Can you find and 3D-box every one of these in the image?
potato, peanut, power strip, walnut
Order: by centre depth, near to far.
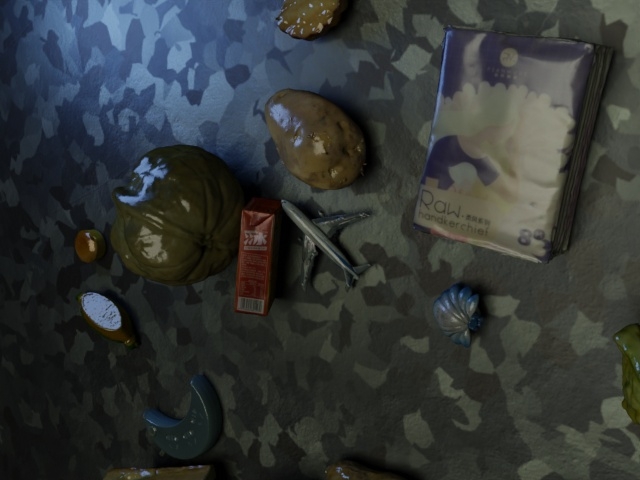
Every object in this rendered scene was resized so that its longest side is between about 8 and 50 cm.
[{"bbox_3d":[-0.014,-0.196,1.341,0.161,0.128,0.234,-34,74,29],"label":"potato"},{"bbox_3d":[0.101,0.493,1.418,0.214,0.099,0.099,3,100,28],"label":"peanut"},{"bbox_3d":[-0.290,-0.048,1.469,0.277,0.253,0.282,28,125,51],"label":"walnut"},{"bbox_3d":[-0.325,0.436,1.708,0.253,0.054,0.167,-40,75,31],"label":"power strip"}]

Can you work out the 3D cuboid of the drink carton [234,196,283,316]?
[{"bbox_3d":[-0.124,0.032,1.454,0.071,0.096,0.223,8,111,6],"label":"drink carton"}]

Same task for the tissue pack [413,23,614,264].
[{"bbox_3d":[0.293,-0.152,1.144,0.242,0.125,0.343,17,108,30],"label":"tissue pack"}]

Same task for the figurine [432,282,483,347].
[{"bbox_3d":[0.239,0.126,1.272,0.114,0.079,0.114,171,90,-71],"label":"figurine"}]

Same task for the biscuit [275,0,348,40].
[{"bbox_3d":[0.000,-0.440,1.328,0.118,0.061,0.183,49,123,14],"label":"biscuit"}]

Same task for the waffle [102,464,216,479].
[{"bbox_3d":[-0.351,0.696,1.702,0.304,0.077,0.348,-10,102,19],"label":"waffle"}]

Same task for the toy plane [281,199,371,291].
[{"bbox_3d":[0.003,0.001,1.407,0.226,0.058,0.226,51,122,19],"label":"toy plane"}]

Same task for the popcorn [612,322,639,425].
[{"bbox_3d":[0.538,0.189,1.008,0.255,0.195,0.256,38,99,16],"label":"popcorn"}]

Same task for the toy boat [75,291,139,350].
[{"bbox_3d":[-0.539,0.188,1.799,0.229,0.089,0.088,37,156,23],"label":"toy boat"}]

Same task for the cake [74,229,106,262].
[{"bbox_3d":[-0.577,0.013,1.804,0.084,0.044,0.084,8,104,34],"label":"cake"}]
